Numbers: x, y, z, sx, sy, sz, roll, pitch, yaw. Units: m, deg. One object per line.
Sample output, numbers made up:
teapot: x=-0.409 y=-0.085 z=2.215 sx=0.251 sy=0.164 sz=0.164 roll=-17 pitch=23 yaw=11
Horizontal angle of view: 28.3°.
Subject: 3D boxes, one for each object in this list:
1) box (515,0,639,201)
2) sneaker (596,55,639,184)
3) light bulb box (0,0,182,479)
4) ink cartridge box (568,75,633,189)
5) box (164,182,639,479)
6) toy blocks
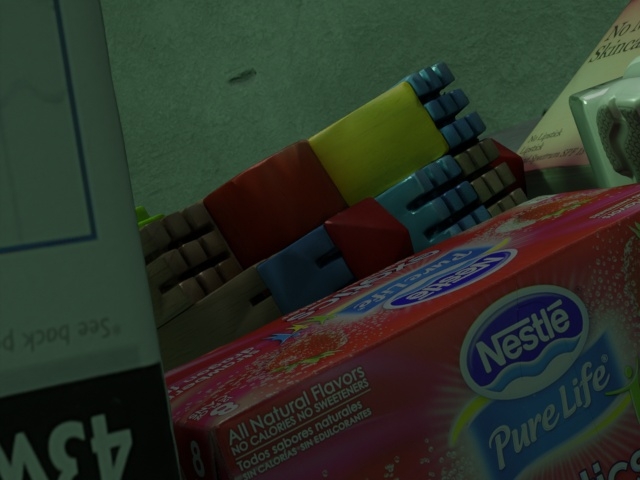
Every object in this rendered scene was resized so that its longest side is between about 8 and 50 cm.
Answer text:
box: x=0.256 y=-0.091 z=0.852 sx=0.232 sy=0.127 sz=0.148 roll=-52 pitch=16 yaw=-15
sneaker: x=0.256 y=-0.050 z=0.502 sx=0.281 sy=0.105 sz=0.115 roll=22 pitch=67 yaw=30
light bulb box: x=-0.220 y=0.044 z=0.427 sx=0.225 sy=0.361 sz=0.358 roll=-10 pitch=0 yaw=-31
ink cartridge box: x=0.258 y=-0.037 z=0.643 sx=0.219 sy=0.160 sz=0.092 roll=-19 pitch=5 yaw=9
box: x=0.057 y=0.072 z=0.522 sx=0.256 sy=0.123 sz=0.128 roll=-24 pitch=8 yaw=-27
toy blocks: x=0.000 y=0.000 z=0.765 sx=0.261 sy=0.191 sz=0.381 roll=-33 pitch=-2 yaw=35
